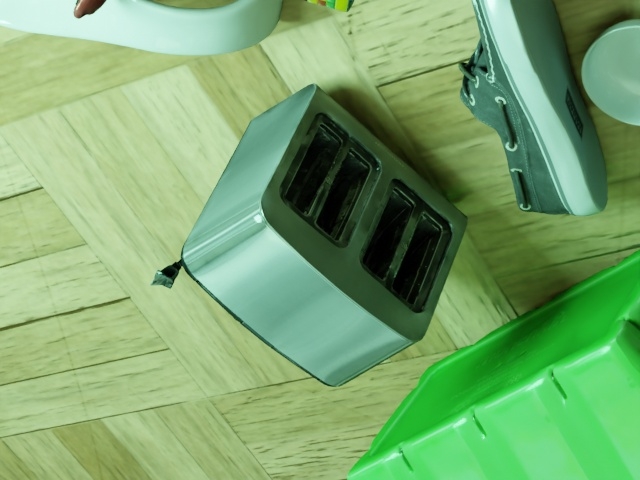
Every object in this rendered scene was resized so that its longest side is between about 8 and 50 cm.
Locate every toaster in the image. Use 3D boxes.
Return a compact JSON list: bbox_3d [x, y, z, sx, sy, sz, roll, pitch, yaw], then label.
[{"bbox_3d":[0.000,0.000,1.166,0.168,0.185,0.110,40,138,-17],"label":"toaster"}]

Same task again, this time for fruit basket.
[{"bbox_3d":[0.247,0.232,1.215,0.392,0.283,0.392,15,126,22],"label":"fruit basket"}]

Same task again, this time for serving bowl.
[{"bbox_3d":[0.220,-0.118,1.077,0.083,0.027,0.083,12,135,12],"label":"serving bowl"}]

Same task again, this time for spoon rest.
[{"bbox_3d":[-0.167,-0.191,1.121,0.276,0.084,0.137,15,135,6],"label":"spoon rest"}]

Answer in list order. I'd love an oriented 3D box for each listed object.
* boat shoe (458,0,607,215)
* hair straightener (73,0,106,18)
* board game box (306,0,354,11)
[{"bbox_3d":[0.133,-0.103,1.097,0.076,0.080,0.228,-7,136,25],"label":"boat shoe"},{"bbox_3d":[-0.121,-0.255,1.021,0.089,0.047,0.230,40,114,2],"label":"hair straightener"},{"bbox_3d":[0.024,-0.247,0.949,0.048,0.141,0.170,16,136,5],"label":"board game box"}]
